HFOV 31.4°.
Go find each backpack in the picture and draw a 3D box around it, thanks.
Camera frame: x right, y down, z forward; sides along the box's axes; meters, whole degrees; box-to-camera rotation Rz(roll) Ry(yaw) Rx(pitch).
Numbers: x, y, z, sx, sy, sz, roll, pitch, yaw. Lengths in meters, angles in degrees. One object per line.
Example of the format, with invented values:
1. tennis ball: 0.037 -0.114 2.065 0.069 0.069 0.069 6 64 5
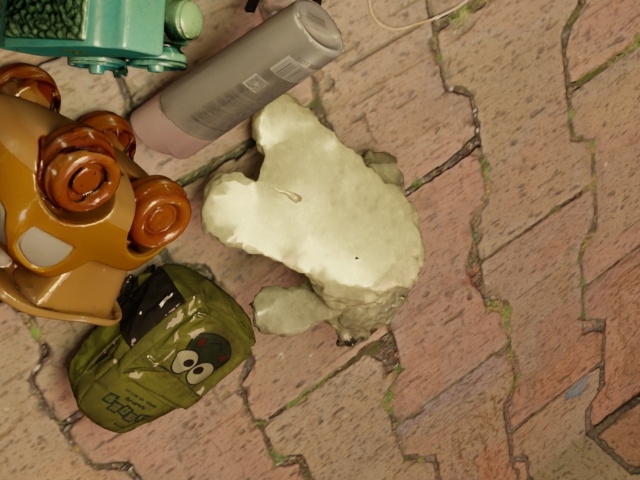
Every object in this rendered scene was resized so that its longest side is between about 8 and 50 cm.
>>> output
1. backpack: -0.229 0.150 1.566 0.253 0.140 0.207 -40 141 3

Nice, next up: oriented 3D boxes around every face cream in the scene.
1. face cream: -0.101 -0.185 1.345 0.269 0.073 0.107 -30 146 31

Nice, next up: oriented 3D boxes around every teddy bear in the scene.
1. teddy bear: 0.000 0.000 1.664 0.327 0.375 0.362 -59 -172 -10

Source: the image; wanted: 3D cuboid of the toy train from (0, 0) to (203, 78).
1. toy train: -0.230 -0.233 1.176 0.163 0.203 0.112 -1 93 -57

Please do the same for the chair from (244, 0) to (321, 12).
1. chair: -0.026 -0.373 1.356 0.084 0.101 0.212 65 35 -51

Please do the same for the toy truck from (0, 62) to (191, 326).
1. toy truck: -0.287 -0.044 1.282 0.211 0.204 0.288 -50 143 8
